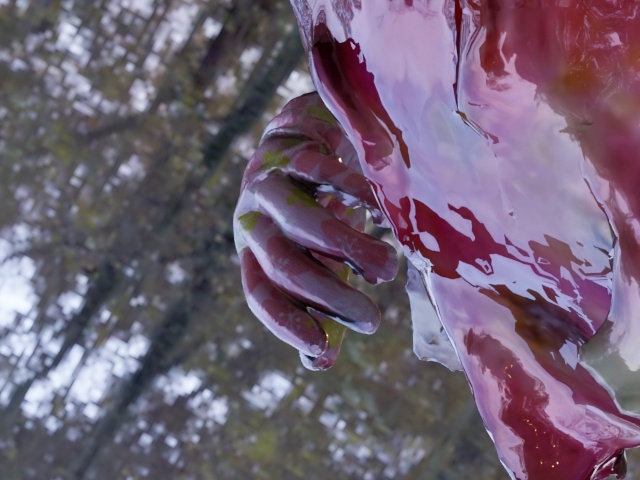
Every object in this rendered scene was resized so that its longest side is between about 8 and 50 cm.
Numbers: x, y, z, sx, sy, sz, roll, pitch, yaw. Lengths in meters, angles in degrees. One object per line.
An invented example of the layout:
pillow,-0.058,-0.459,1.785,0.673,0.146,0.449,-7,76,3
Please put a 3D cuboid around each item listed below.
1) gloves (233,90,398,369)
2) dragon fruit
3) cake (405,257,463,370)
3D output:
gloves,-0.010,-0.005,1.185,0.126,0.145,0.241,26,-143,-8
dragon fruit,0.115,-0.081,0.477,0.249,0.371,0.386,-7,-125,3
cake,0.205,-0.060,1.017,0.256,0.290,0.282,11,-137,14
